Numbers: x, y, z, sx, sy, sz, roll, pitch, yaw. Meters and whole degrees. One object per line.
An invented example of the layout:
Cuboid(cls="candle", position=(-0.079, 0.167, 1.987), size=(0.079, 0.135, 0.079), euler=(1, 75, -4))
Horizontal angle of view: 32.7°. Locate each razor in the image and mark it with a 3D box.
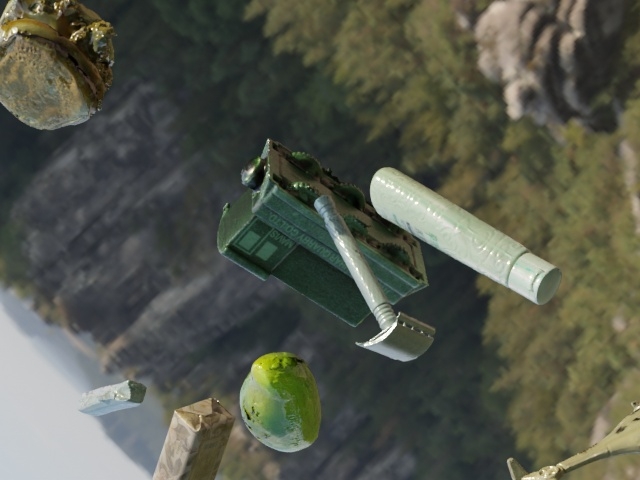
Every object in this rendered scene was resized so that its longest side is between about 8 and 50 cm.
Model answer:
Cuboid(cls="razor", position=(0.051, 0.036, 1.344), size=(0.106, 0.068, 0.232), euler=(28, -150, -58))

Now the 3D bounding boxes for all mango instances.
Cuboid(cls="mango", position=(-0.064, 0.239, 1.649), size=(0.233, 0.125, 0.111), euler=(73, -172, -52))

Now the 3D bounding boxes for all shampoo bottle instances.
Cuboid(cls="shampoo bottle", position=(0.125, -0.003, 0.950), size=(0.190, 0.041, 0.069), euler=(33, 162, 36))

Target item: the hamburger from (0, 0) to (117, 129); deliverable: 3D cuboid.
Cuboid(cls="hamburger", position=(-0.314, -0.227, 1.308), size=(0.185, 0.131, 0.159), euler=(-11, 131, 32))

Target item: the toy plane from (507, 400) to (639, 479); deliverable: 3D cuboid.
Cuboid(cls="toy plane", position=(0.366, 0.241, 1.320), size=(0.108, 0.286, 0.092), euler=(15, 124, 67))

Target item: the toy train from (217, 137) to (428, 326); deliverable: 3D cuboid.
Cuboid(cls="toy train", position=(0.000, 0.000, 1.614), size=(0.330, 0.178, 0.138), euler=(34, -154, -24))

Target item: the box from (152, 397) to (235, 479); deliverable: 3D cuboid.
Cuboid(cls="box", position=(-0.132, 0.218, 1.144), size=(0.045, 0.098, 0.062), euler=(37, -153, 32))

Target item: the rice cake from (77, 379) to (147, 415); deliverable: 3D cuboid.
Cuboid(cls="rice cake", position=(-0.281, 0.209, 1.450), size=(0.042, 0.030, 0.180), euler=(22, 157, -26))
